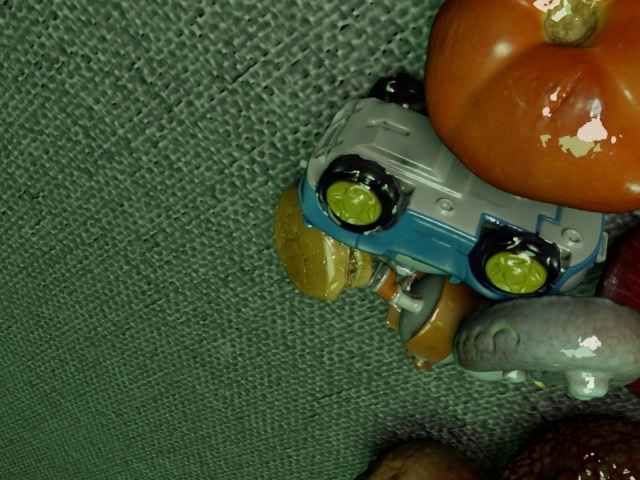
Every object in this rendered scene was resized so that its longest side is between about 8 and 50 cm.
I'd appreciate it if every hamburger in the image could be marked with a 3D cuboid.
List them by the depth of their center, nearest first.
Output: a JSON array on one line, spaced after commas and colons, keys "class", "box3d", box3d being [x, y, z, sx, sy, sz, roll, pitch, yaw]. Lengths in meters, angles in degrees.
[{"class": "hamburger", "box3d": [0.000, 0.000, 0.792, 0.138, 0.083, 0.147, 13, 114, 60]}]

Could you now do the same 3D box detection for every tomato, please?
[{"class": "tomato", "box3d": [0.212, -0.136, 0.540, 0.259, 0.260, 0.180, -3, 158, 25]}]

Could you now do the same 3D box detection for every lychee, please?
[{"class": "lychee", "box3d": [0.360, 0.358, 0.843, 0.260, 0.260, 0.261, 11, 130, 14]}]

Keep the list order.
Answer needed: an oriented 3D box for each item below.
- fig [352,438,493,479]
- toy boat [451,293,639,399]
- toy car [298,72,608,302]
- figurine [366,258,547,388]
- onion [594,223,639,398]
[{"class": "fig", "box3d": [0.228, 0.477, 1.030, 0.368, 0.286, 0.286, 18, 137, -27]}, {"class": "toy boat", "box3d": [0.221, 0.118, 0.633, 0.155, 0.085, 0.227, 14, 161, -10]}, {"class": "toy car", "box3d": [0.132, -0.035, 0.673, 0.314, 0.198, 0.166, 23, 141, 4]}, {"class": "figurine", "box3d": [0.173, 0.115, 0.810, 0.143, 0.143, 0.271, -31, 108, 38]}, {"class": "onion", "box3d": [0.403, 0.083, 0.664, 0.248, 0.161, 0.248, 12, 122, 20]}]
